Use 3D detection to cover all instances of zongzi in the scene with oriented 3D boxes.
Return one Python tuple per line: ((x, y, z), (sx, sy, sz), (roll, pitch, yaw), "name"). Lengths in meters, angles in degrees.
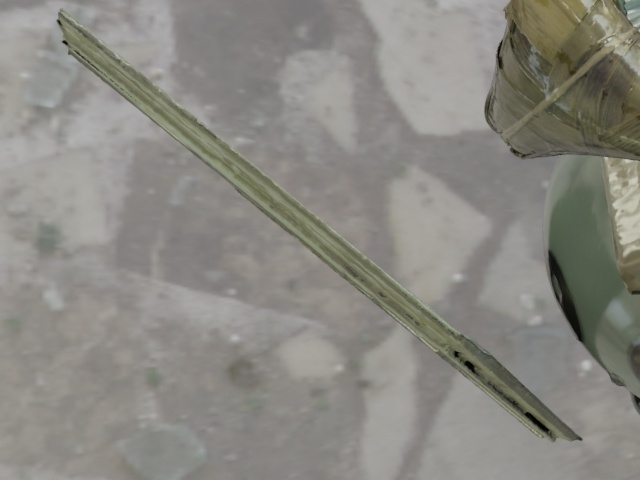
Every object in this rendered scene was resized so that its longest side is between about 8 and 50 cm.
((0.086, -0.033, 0.565), (0.040, 0.076, 0.083), (-39, 72, -18), "zongzi")

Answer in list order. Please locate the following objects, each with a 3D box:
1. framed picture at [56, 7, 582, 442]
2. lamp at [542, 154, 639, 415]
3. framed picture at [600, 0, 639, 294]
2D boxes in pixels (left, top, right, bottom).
((0.000, 0.000, 1.026), (0.293, 0.231, 0.018), (39, 89, 27), "framed picture")
((0.208, 0.022, 0.943), (0.198, 0.244, 0.197), (-11, 42, 11), "lamp")
((0.257, -0.108, 0.705), (0.335, 0.247, 0.022), (-19, 121, 16), "framed picture")
